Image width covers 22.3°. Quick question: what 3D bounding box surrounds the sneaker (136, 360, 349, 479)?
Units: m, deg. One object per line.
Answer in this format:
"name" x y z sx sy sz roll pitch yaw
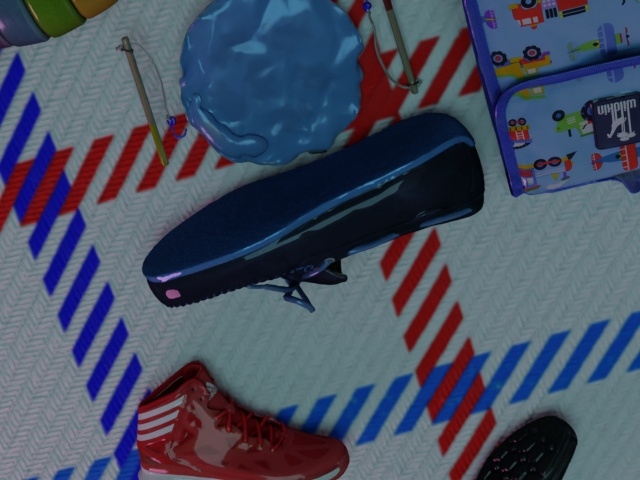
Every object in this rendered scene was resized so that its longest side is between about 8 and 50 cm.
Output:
"sneaker" -0.084 0.191 1.661 0.221 0.087 0.128 -5 112 2

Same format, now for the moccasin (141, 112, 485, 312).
"moccasin" 0.000 0.000 1.559 0.342 0.138 0.117 -21 122 10

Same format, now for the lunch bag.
"lunch bag" 0.257 -0.172 1.507 0.221 0.138 0.293 -15 122 6

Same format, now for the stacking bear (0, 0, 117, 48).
"stacking bear" -0.229 -0.268 1.459 0.289 0.164 0.175 -20 109 4

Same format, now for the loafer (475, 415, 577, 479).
"loafer" 0.196 0.278 1.699 0.078 0.076 0.223 23 107 -45

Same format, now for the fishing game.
"fishing game" -0.045 -0.159 1.553 0.264 0.041 0.189 -19 117 3
